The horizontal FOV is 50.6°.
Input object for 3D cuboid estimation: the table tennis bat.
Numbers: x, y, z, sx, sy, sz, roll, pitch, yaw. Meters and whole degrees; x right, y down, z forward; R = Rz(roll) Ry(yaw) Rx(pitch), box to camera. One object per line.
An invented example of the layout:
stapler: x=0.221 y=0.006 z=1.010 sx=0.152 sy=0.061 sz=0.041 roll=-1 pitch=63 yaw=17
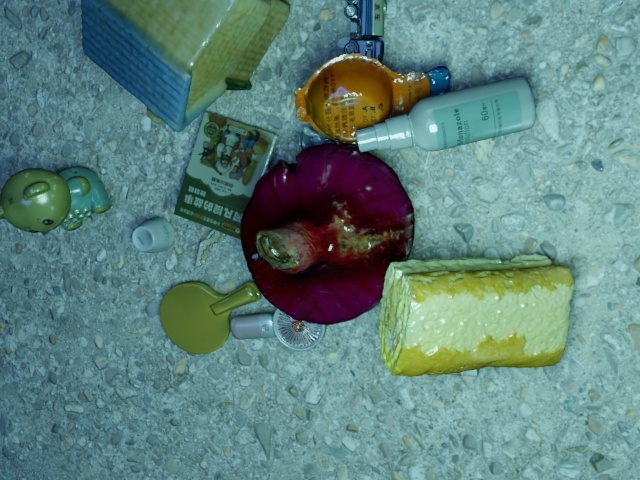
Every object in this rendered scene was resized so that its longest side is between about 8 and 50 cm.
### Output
table tennis bat: x=-0.283 y=0.182 z=1.735 sx=0.320 sy=0.050 sz=0.199 roll=-26 pitch=94 yaw=26

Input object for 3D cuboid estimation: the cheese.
cheese: x=0.110 y=-0.299 z=1.427 sx=0.329 sy=0.129 sz=0.217 roll=-6 pitch=131 yaw=1

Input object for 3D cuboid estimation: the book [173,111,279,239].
book: x=-0.229 y=-0.156 z=1.632 sx=0.201 sy=0.027 sz=0.264 roll=20 pitch=96 yaw=15

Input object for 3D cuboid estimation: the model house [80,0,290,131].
model house: x=-0.293 y=-0.445 z=1.434 sx=0.334 sy=0.382 sz=0.343 roll=40 pitch=109 yaw=10

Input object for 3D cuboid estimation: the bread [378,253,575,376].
bread: x=0.315 y=0.157 z=1.371 sx=0.375 sy=0.165 sz=0.237 roll=-3 pitch=111 yaw=-15

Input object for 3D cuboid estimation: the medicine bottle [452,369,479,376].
medicine bottle: x=0.312 y=0.276 z=1.527 sx=0.089 sy=0.057 sz=0.057 roll=1 pitch=101 yaw=20

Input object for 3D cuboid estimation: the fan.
fan: x=-0.103 y=0.205 z=1.644 sx=0.244 sy=0.074 sz=0.130 roll=-7 pitch=100 yaw=14

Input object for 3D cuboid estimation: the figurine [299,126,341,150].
figurine: x=-0.001 y=-0.236 z=1.526 sx=0.086 sy=0.094 sz=0.082 roll=-10 pitch=62 yaw=48

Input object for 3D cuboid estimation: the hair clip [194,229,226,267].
hair clip: x=-0.258 y=-0.019 z=1.693 sx=0.226 sy=0.034 sz=0.072 roll=-43 pitch=81 yaw=24

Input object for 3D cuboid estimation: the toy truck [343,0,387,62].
toy truck: x=0.099 y=-0.477 z=1.453 sx=0.088 sy=0.074 sz=0.202 roll=3 pitch=101 yaw=11

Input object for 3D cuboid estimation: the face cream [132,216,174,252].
face cream: x=-0.425 y=-0.012 z=1.723 sx=0.091 sy=0.095 sz=0.091 roll=4 pitch=101 yaw=19

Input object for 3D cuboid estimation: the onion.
onion: x=0.000 y=0.000 z=1.396 sx=0.397 sy=0.420 sz=0.399 roll=2 pitch=101 yaw=11

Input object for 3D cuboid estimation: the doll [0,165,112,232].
doll: x=-0.679 y=-0.106 z=1.709 sx=0.177 sy=0.260 sz=0.162 roll=-24 pitch=90 yaw=24

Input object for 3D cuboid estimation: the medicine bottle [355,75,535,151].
medicine bottle: x=0.246 y=-0.239 z=1.367 sx=0.351 sy=0.110 sz=0.110 roll=-13 pitch=96 yaw=4
